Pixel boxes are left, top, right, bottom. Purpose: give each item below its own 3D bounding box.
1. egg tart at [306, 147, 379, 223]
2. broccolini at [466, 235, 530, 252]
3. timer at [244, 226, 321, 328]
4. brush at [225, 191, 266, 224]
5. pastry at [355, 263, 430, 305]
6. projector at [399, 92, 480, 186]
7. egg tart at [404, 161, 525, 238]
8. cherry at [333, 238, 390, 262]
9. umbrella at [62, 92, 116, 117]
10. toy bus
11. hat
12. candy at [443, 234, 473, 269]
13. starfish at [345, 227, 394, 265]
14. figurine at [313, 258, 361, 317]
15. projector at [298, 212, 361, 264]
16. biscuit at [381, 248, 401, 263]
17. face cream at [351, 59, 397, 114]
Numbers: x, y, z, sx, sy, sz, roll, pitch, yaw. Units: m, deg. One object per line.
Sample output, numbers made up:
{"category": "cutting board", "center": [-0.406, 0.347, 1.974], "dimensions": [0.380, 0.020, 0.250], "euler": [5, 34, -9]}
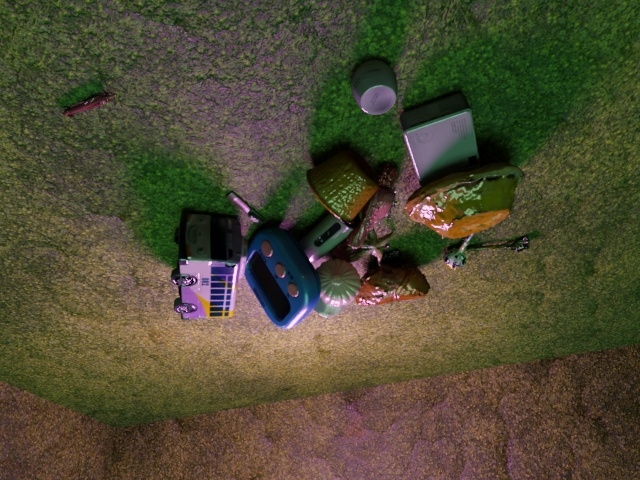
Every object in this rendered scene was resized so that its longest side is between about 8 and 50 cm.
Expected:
{"category": "egg tart", "center": [0.069, -0.168, 1.419], "dimensions": [0.171, 0.215, 0.215], "euler": [-39, 134, 23]}
{"category": "broccolini", "center": [0.724, 0.019, 1.927], "dimensions": [0.255, 0.071, 0.057], "euler": [-2, -174, 5]}
{"category": "timer", "center": [-0.144, 0.133, 1.711], "dimensions": [0.115, 0.340, 0.309], "euler": [-19, 157, -40]}
{"category": "brush", "center": [-0.252, -0.101, 1.603], "dimensions": [0.034, 0.027, 0.190], "euler": [-24, 140, 20]}
{"category": "pastry", "center": [0.288, 0.177, 1.942], "dimensions": [0.311, 0.161, 0.255], "euler": [-9, 168, 12]}
{"category": "projector", "center": [0.352, -0.289, 1.374], "dimensions": [0.192, 0.099, 0.256], "euler": [-16, 143, 15]}
{"category": "egg tart", "center": [0.466, -0.116, 1.497], "dimensions": [0.388, 0.168, 0.388], "euler": [-14, 165, -4]}
{"category": "cherry", "center": [0.158, 0.024, 1.799], "dimensions": [0.226, 0.090, 0.107], "euler": [-14, 141, -11]}
{"category": "umbrella", "center": [-0.591, -0.350, 1.207], "dimensions": [0.165, 0.025, 0.027], "euler": [-13, 163, 14]}
{"category": "toy bus", "center": [-0.402, 0.103, 1.709], "dimensions": [0.250, 0.209, 0.439], "euler": [2, 144, -13]}
{"category": "hat", "center": [0.186, -0.109, 1.528], "dimensions": [0.107, 0.237, 0.286], "euler": [25, 110, 8]}
{"category": "candy", "center": [0.571, 0.003, 1.849], "dimensions": [0.091, 0.083, 0.305], "euler": [0, 137, -17]}
{"category": "starfish", "center": [0.190, 0.007, 1.743], "dimensions": [0.224, 0.050, 0.216], "euler": [-27, 113, -25]}
{"category": "figurine", "center": [0.065, 0.142, 1.796], "dimensions": [0.185, 0.332, 0.204], "euler": [9, 110, 7]}
{"category": "projector", "center": [0.000, 0.000, 1.715], "dimensions": [0.108, 0.108, 0.337], "euler": [20, 137, -32]}
{"category": "biscuit", "center": [0.283, 0.065, 1.916], "dimensions": [0.087, 0.027, 0.089], "euler": [14, 141, -28]}
{"category": "face cream", "center": [0.138, -0.387, 1.196], "dimensions": [0.117, 0.104, 0.117], "euler": [-4, 146, -3]}
